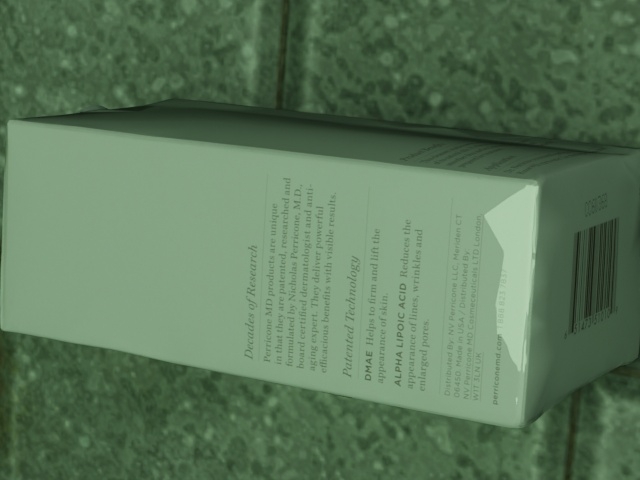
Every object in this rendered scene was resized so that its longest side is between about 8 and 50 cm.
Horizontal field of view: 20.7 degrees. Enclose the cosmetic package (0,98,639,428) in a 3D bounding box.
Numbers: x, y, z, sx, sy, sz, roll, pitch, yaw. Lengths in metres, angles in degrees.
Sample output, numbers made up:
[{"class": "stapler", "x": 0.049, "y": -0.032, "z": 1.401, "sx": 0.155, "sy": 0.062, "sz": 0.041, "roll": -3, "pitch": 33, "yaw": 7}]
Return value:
[{"class": "cosmetic package", "x": 0.000, "y": 0.000, "z": 1.164, "sx": 0.385, "sy": 0.217, "sz": 0.156, "roll": 7, "pitch": 101, "yaw": 29}]
